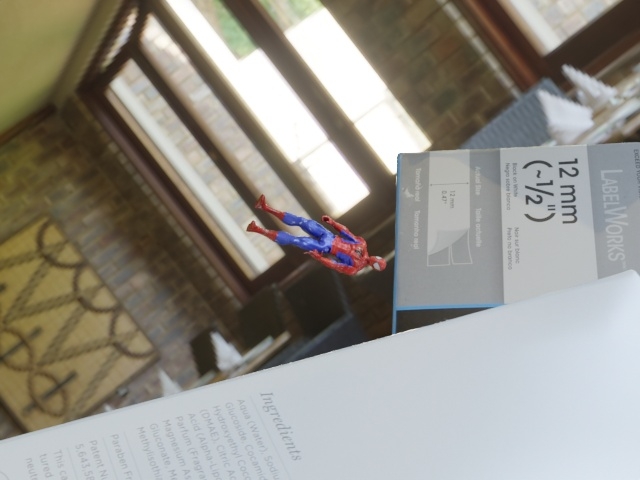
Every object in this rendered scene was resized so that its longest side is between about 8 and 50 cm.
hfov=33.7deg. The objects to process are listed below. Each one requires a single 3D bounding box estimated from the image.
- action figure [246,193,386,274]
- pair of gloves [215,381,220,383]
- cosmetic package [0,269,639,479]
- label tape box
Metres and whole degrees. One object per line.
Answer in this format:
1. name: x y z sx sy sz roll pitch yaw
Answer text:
1. action figure: 0.000 0.000 0.846 0.030 0.115 0.038 139 151 -64
2. pair of gloves: -0.032 0.281 1.302 0.042 0.204 0.240 -46 36 -18
3. cosmetic package: 0.022 0.175 0.538 0.385 0.156 0.217 -13 -44 -18
4. label tape box: 0.236 0.045 0.883 0.347 0.249 0.115 -3 -32 12
